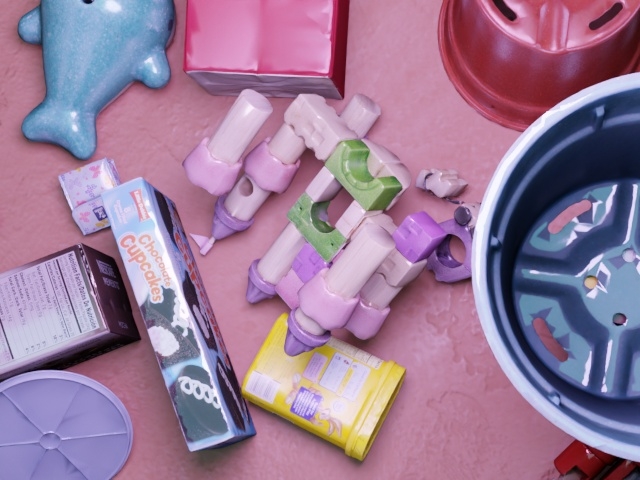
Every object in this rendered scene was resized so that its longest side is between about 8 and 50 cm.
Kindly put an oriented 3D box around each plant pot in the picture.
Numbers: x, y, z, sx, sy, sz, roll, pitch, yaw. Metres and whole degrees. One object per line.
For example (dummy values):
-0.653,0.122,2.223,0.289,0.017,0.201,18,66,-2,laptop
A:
0.275,-0.286,1.565,0.273,0.265,0.272,-1,83,5,plant pot
0.315,0.037,1.288,0.341,0.334,0.341,0,84,5,plant pot

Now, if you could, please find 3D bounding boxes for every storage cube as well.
-0.062,-0.284,1.628,0.184,0.215,0.193,3,89,5,storage cube

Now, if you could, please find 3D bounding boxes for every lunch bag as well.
-0.288,-0.057,1.697,0.071,0.053,0.083,-20,90,4,lunch bag

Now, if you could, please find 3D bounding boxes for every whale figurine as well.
-0.296,-0.245,1.677,0.216,0.141,0.272,23,86,8,whale figurine

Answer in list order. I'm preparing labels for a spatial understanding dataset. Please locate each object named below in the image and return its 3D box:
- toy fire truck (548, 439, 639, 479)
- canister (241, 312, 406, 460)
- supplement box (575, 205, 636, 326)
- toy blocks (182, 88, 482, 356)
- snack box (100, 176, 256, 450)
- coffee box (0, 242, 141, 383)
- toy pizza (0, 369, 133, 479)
0.362,0.303,1.546,0.246,0.158,0.217,-46,81,10,toy fire truck
0.003,0.176,1.617,0.170,0.073,0.126,26,70,10,canister
0.397,0.048,1.544,0.194,0.191,0.129,9,84,7,supplement box
0.000,0.000,1.601,0.288,0.309,0.260,48,120,21,toy blocks
-0.168,0.094,1.595,0.060,0.187,0.321,-21,81,2,snack box
-0.391,0.116,1.624,0.297,0.168,0.118,-21,80,2,coffee box
-0.333,0.238,1.626,0.201,0.032,0.201,-4,120,-7,toy pizza
